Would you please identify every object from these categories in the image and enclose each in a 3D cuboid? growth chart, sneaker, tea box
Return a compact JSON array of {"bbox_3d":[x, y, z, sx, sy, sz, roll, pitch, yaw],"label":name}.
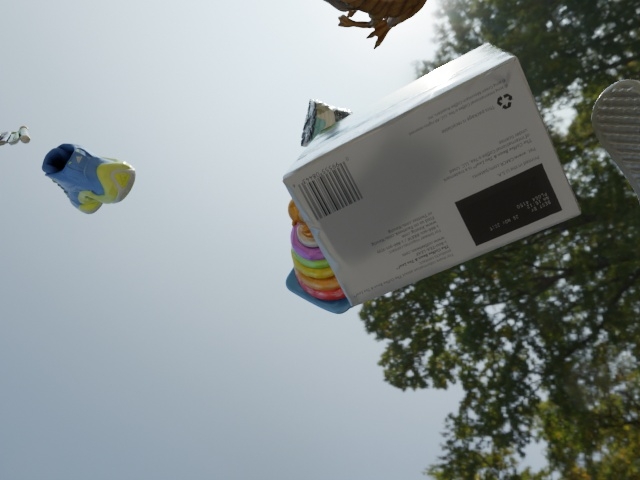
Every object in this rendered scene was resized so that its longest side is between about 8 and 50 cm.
[{"bbox_3d":[-0.603,-0.162,0.939,0.237,0.172,0.021,-13,-68,-31],"label":"growth chart"},{"bbox_3d":[0.463,-0.059,0.701,0.127,0.126,0.321,1,-116,-31],"label":"sneaker"},{"bbox_3d":[0.026,-0.242,1.240,0.122,0.283,0.110,11,-75,-8],"label":"sneaker"},{"bbox_3d":[0.160,-0.115,0.859,0.220,0.328,0.323,61,-162,-14],"label":"tea box"},{"bbox_3d":[-0.404,-0.113,0.951,0.126,0.240,0.091,32,-115,-33],"label":"sneaker"}]

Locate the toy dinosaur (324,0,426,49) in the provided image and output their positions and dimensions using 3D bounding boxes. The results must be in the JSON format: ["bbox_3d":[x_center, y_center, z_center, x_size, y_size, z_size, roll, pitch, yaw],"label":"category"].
[{"bbox_3d":[0.081,-0.226,0.522,0.211,0.112,0.064,-32,-73,-28],"label":"toy dinosaur"}]

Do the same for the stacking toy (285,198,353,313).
[{"bbox_3d":[0.000,0.000,1.078,0.165,0.302,0.175,23,-110,25],"label":"stacking toy"}]
